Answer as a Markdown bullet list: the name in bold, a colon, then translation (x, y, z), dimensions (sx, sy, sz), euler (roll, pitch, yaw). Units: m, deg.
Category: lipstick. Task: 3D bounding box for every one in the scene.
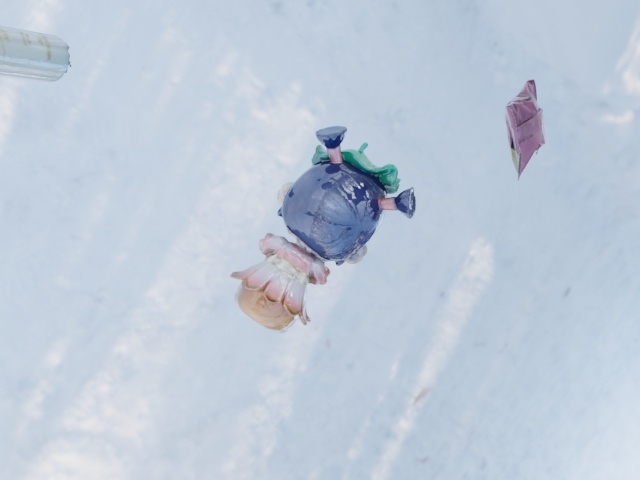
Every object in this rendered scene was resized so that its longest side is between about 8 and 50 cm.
- **lipstick**: translation (-0.379, -0.208, 1.149), dimensions (0.264, 0.059, 0.059), euler (-4, 121, -61)

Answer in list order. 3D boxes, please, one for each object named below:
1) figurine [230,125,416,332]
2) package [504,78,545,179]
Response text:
- **figurine**: translation (0.000, 0.000, 0.965), dimensions (0.195, 0.111, 0.102), euler (-58, -176, 2)
- **package**: translation (0.153, -0.084, 0.808), dimensions (0.083, 0.029, 0.059), euler (-46, 130, -60)
